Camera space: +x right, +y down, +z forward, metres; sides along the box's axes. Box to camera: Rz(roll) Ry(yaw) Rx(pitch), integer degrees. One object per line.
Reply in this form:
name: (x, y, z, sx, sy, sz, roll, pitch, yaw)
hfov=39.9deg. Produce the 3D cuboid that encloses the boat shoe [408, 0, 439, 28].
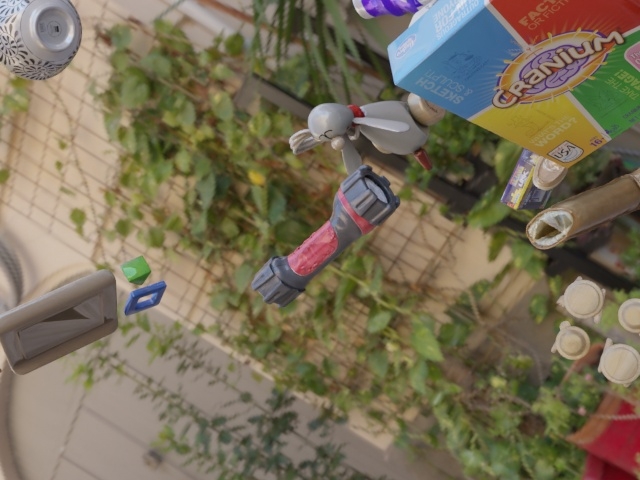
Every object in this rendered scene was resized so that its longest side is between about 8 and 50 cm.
boat shoe: (0.214, -0.333, 1.303, 0.367, 0.157, 0.135, -45, -39, -52)

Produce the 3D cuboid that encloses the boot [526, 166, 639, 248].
boot: (0.535, -0.078, 1.575, 0.270, 0.089, 0.236, -19, -17, -27)

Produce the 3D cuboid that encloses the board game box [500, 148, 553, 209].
board game box: (0.475, -0.152, 1.925, 0.141, 0.048, 0.170, -3, -59, -51)

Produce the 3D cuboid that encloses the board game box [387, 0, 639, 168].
board game box: (0.277, -0.218, 1.042, 0.242, 0.317, 0.064, -38, 46, 40)

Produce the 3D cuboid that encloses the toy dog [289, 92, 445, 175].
toy dog: (0.122, -0.201, 1.772, 0.334, 0.160, 0.220, -18, -14, -27)

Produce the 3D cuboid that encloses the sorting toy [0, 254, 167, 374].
sorting toy: (-0.400, 0.118, 1.339, 0.348, 0.047, 0.196, -26, -22, -22)

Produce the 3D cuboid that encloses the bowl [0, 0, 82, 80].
bowl: (-0.459, -0.352, 1.465, 0.080, 0.170, 0.170, 11, 61, 45)

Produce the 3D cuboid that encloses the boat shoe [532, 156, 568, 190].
boat shoe: (0.463, -0.173, 1.700, 0.170, 0.063, 0.059, -55, -19, -20)

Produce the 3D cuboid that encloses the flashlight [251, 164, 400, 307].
flashlight: (0.000, 0.000, 1.534, 0.304, 0.103, 0.103, -41, 5, 25)

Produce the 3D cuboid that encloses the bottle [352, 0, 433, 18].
bottle: (0.176, -0.444, 1.486, 0.283, 0.118, 0.092, -7, 9, 45)

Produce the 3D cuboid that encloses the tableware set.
tableware set: (0.456, 0.146, 1.424, 0.020, 0.169, 0.141, 6, -75, -64)
